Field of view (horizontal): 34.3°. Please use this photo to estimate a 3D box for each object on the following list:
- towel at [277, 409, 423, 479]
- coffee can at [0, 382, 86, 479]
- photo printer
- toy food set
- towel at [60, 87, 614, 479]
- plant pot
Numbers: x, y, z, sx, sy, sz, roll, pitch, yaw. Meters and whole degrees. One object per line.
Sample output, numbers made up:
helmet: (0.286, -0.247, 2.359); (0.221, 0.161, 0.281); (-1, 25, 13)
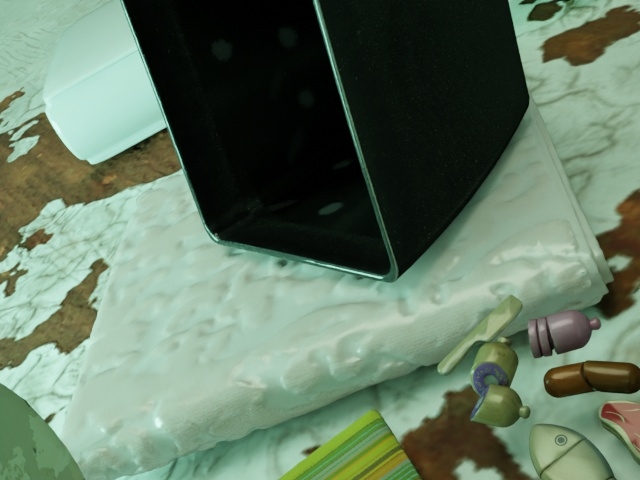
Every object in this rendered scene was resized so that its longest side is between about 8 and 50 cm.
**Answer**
towel: (0.027, 0.169, 0.444); (0.102, 0.021, 0.237); (-37, 30, 1)
coffee can: (-0.261, 0.198, 0.481); (0.275, 0.201, 0.201); (-23, 30, 15)
photo printer: (-0.140, -0.229, 1.125); (0.307, 0.107, 0.256); (-26, 29, 10)
toy food set: (0.111, 0.068, 0.477); (0.078, 0.019, 0.122); (-42, 48, -13)
towel: (0.000, 0.000, 0.695); (0.331, 0.053, 0.317); (-23, 29, 14)
plant pot: (0.016, -0.106, 0.626); (0.167, 0.187, 0.188); (-32, 26, -32)
